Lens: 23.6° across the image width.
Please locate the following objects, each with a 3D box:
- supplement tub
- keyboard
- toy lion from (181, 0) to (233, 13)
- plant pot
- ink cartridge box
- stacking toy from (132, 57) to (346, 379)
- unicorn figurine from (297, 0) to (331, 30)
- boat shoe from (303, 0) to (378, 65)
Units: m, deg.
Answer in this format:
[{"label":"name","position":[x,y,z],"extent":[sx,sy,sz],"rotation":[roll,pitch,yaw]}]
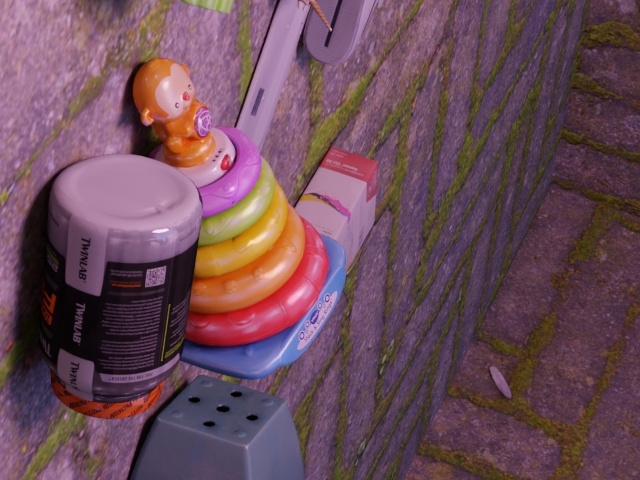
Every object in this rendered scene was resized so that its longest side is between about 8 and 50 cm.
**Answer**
[{"label":"supplement tub","position":[-0.159,0.039,1.193],"extent":[0.117,0.117,0.190],"rotation":[-48,154,-54]},{"label":"keyboard","position":[-0.061,-0.137,1.521],"extent":[0.072,0.014,0.256],"rotation":[5,104,-70]},{"label":"toy lion","position":[-0.113,-0.184,1.098],"extent":[0.100,0.096,0.034],"rotation":[-15,124,-72]},{"label":"plant pot","position":[-0.110,0.274,1.613],"extent":[0.166,0.165,0.234],"rotation":[-44,145,-59]},{"label":"ink cartridge box","position":[0.000,0.000,1.811],"extent":[0.115,0.067,0.198],"rotation":[92,22,-50]},{"label":"stacking toy","position":[-0.096,-0.038,1.316],"extent":[0.175,0.166,0.302],"rotation":[-55,145,-33]},{"label":"unicorn figurine","position":[-0.002,-0.293,1.450],"extent":[0.111,0.060,0.162],"rotation":[-46,136,-56]},{"label":"boat shoe","position":[0.037,-0.291,1.564],"extent":[0.226,0.083,0.076],"rotation":[-64,-179,25]}]
